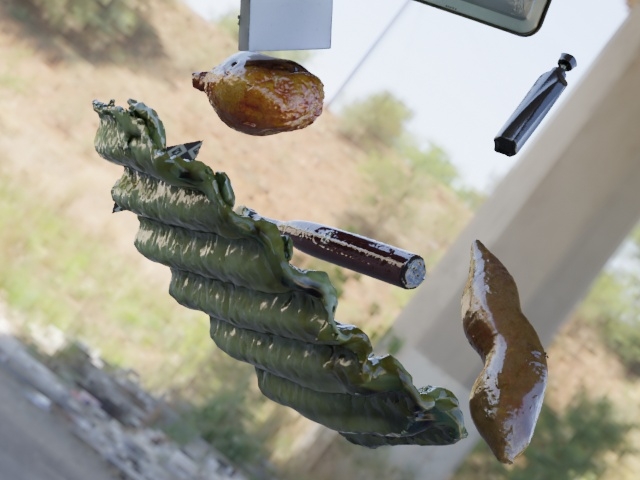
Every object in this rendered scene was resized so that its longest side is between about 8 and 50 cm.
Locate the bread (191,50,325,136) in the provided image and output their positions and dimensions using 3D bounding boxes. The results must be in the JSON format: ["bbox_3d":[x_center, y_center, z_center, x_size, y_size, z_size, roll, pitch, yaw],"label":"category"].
[{"bbox_3d":[-0.070,-0.163,1.720,0.139,0.095,0.269,9,0,-11],"label":"bread"}]

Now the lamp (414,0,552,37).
[{"bbox_3d":[0.221,-0.438,2.067,0.269,0.266,0.047,17,19,-12],"label":"lamp"}]

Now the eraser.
[{"bbox_3d":[-0.044,-0.299,1.953,0.150,0.104,0.023,-9,16,-44],"label":"eraser"}]

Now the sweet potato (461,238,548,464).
[{"bbox_3d":[0.147,0.084,1.205,0.065,0.218,0.051,3,-42,-4],"label":"sweet potato"}]

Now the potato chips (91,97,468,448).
[{"bbox_3d":[-0.058,0.031,1.193,0.358,0.070,0.429,51,-14,-17],"label":"potato chips"}]

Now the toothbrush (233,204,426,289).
[{"bbox_3d":[0.001,0.000,1.715,0.041,0.041,0.364,39,-11,-34],"label":"toothbrush"}]

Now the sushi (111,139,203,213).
[{"bbox_3d":[-0.222,-0.080,2.092,0.026,0.120,0.126,56,-37,27],"label":"sushi"}]

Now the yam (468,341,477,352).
[{"bbox_3d":[0.195,0.133,1.702,0.021,0.021,0.116,36,-6,40],"label":"yam"}]

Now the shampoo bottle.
[{"bbox_3d":[0.215,-0.137,1.493,0.027,0.137,0.048,46,-30,-14],"label":"shampoo bottle"}]
